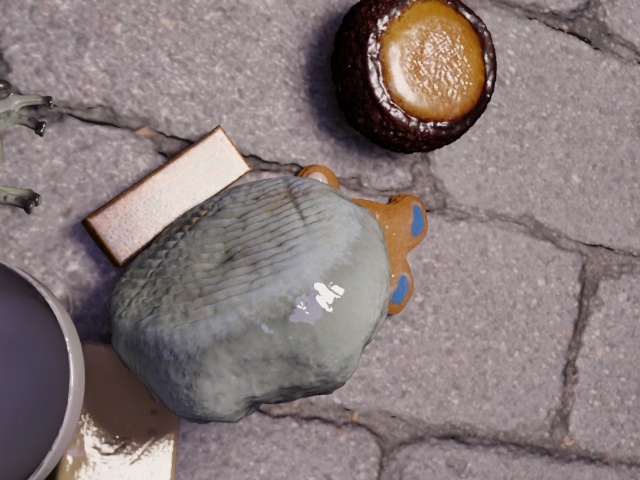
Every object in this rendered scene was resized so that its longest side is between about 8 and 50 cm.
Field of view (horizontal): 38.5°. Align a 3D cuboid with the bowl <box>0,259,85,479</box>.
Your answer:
[{"bbox_3d":[-0.386,0.162,1.013,0.287,0.144,0.287,-1,80,6],"label":"bowl"}]

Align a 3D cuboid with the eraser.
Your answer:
[{"bbox_3d":[-0.249,0.296,1.080,0.144,0.078,0.343,12,65,-25],"label":"eraser"}]

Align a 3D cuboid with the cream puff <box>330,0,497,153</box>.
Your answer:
[{"bbox_3d":[0.122,-0.238,1.283,0.239,0.165,0.239,1,86,-23],"label":"cream puff"}]

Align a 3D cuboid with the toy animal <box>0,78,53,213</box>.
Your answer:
[{"bbox_3d":[-0.419,-0.093,1.091,0.176,0.073,0.217,9,78,-8],"label":"toy animal"}]

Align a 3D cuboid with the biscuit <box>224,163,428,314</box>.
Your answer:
[{"bbox_3d":[0.001,-0.001,1.281,0.324,0.049,0.205,16,81,-20],"label":"biscuit"}]

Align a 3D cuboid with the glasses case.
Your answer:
[{"bbox_3d":[-0.199,-0.059,1.193,0.218,0.049,0.075,-39,100,-21],"label":"glasses case"}]

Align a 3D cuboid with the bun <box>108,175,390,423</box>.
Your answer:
[{"bbox_3d":[-0.075,0.071,1.078,0.354,0.354,0.194,-38,122,-21],"label":"bun"}]
